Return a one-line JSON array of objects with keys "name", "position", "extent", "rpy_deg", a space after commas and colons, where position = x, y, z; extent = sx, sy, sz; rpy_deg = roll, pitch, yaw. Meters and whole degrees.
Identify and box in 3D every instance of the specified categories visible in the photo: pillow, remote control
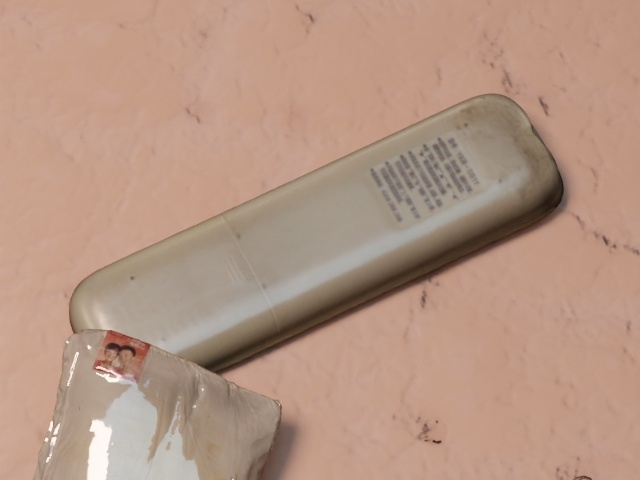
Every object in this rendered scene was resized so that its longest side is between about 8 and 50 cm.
[{"name": "pillow", "position": [-0.109, 0.169, 0.939], "extent": [0.128, 0.051, 0.229], "rpy_deg": [18, 74, -4]}, {"name": "remote control", "position": [0.000, 0.001, 1.032], "extent": [0.309, 0.038, 0.090], "rpy_deg": [-26, 70, -12]}]

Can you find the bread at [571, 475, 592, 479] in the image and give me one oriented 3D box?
[{"name": "bread", "position": [0.136, 0.203, 0.926], "extent": [0.106, 0.082, 0.125], "rpy_deg": [-25, 58, -23]}]
